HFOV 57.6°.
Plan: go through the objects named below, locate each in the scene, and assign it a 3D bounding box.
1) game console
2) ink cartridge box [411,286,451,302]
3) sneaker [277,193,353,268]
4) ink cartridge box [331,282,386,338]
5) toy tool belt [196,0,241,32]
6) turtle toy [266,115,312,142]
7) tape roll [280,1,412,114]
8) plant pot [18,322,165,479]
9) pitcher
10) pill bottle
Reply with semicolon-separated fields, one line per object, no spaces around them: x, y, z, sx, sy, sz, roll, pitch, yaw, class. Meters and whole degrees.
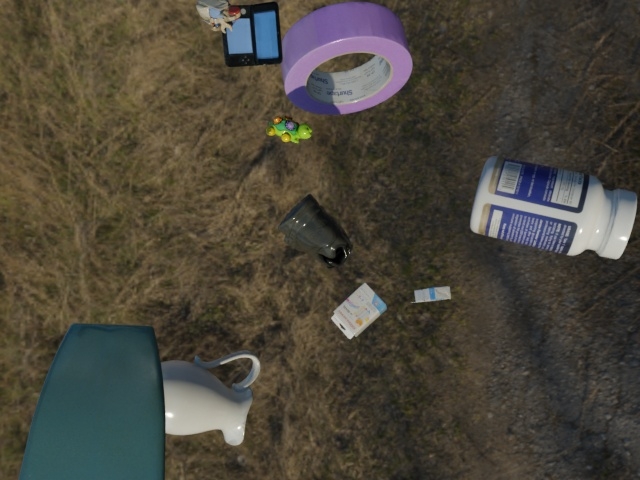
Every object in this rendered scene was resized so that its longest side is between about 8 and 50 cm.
-0.143;-0.422;1.195;0.071;0.107;0.122;-149;53;-63;game console
0.245;0.122;1.304;0.083;0.048;0.028;-19;73;56;ink cartridge box
0.000;0.000;1.120;0.130;0.286;0.109;43;93;6;sneaker
0.109;0.208;1.685;0.143;0.090;0.092;-43;75;-5;ink cartridge box
-0.163;-0.370;0.961;0.083;0.052;0.051;24;154;19;toy tool belt
-0.087;-0.314;1.646;0.130;0.095;0.066;24;106;12;turtle toy
0.053;-0.380;1.245;0.275;0.275;0.090;-30;64;47;tape roll
-0.284;0.235;0.767;0.165;0.166;0.234;124;147;-64;plant pot
-0.215;0.269;1.059;0.125;0.207;0.177;7;74;52;pitcher
0.424;-0.058;1.076;0.265;0.153;0.153;16;103;17;pill bottle
